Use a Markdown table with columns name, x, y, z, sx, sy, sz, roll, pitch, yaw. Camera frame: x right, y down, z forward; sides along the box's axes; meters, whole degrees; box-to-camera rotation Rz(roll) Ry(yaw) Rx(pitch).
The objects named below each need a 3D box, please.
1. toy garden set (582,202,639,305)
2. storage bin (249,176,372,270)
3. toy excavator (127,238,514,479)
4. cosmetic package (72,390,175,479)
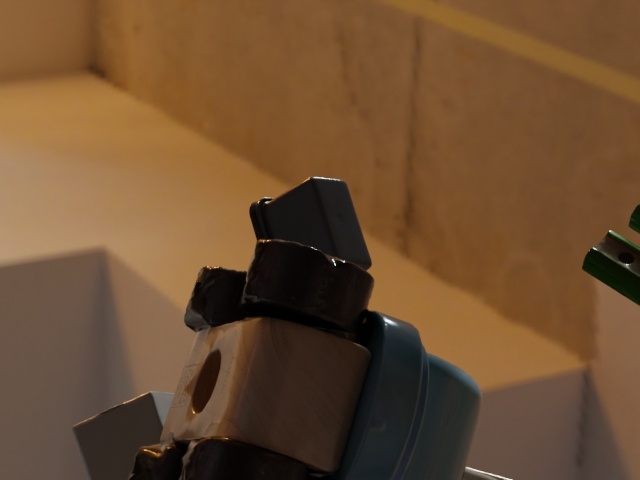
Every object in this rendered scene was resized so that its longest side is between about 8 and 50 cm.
| name | x | y | z | sx | sy | sz | roll | pitch | yaw |
| --- | --- | --- | --- | --- | --- | --- | --- | --- | --- |
| toy garden set | 0.372 | -0.006 | 1.433 | 0.204 | 0.244 | 0.049 | 34 | -36 | 25 |
| storage bin | 0.000 | 0.000 | 1.855 | 0.091 | 0.098 | 0.135 | -34 | -116 | 39 |
| toy excavator | 0.057 | 0.201 | 1.571 | 0.433 | 0.445 | 0.222 | -20 | -131 | 67 |
| cosmetic package | -0.190 | 0.302 | 2.010 | 0.117 | 0.085 | 0.231 | -23 | -104 | 17 |
